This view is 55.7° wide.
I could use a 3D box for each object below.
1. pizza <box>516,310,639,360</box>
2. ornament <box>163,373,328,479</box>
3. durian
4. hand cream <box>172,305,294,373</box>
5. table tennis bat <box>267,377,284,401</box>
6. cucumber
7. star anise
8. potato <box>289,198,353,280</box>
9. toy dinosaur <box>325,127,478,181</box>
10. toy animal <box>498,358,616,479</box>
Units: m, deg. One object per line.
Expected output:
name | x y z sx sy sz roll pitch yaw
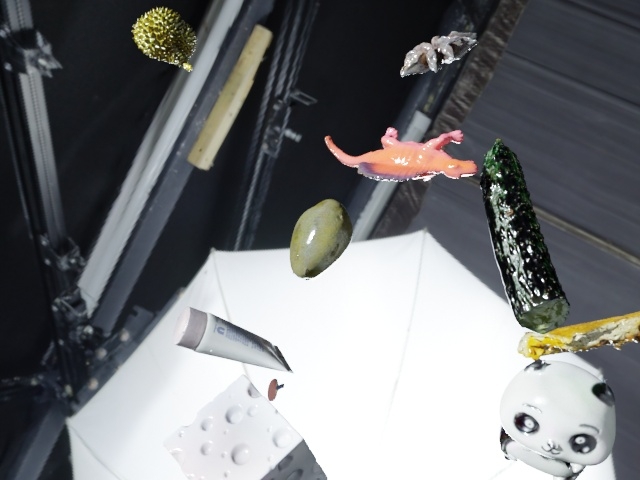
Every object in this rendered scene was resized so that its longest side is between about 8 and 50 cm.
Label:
pizza | 0.636 0.216 1.386 0.182 0.366 0.073 23 -126 -73
ornament | -0.166 0.509 1.393 0.240 0.240 0.239 -39 -41 -18
durian | -0.370 -0.488 1.465 0.146 0.208 0.102 -22 -21 -34
hand cream | -0.179 0.213 1.264 0.083 0.248 0.133 -62 22 8
table tennis bat | -0.100 0.328 1.340 0.083 0.007 0.050 -38 43 55
cucumber | 0.268 -0.019 0.830 0.072 0.072 0.300 87 179 -56
star anise | 0.261 -0.431 1.388 0.195 0.182 0.065 -34 -68 -8
potato | 0.000 0.000 1.642 0.235 0.160 0.178 -61 -16 -8
toy dinosaur | 0.089 -0.113 0.896 0.139 0.286 0.070 -39 -51 -43
toy animal | 0.523 0.392 1.361 0.251 0.251 0.310 -47 -26 -28
